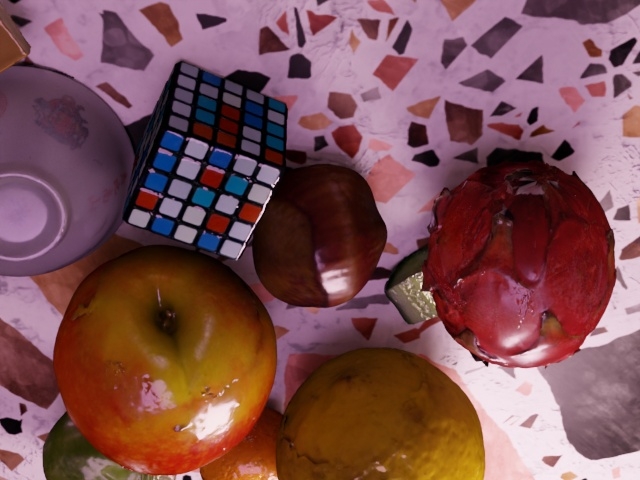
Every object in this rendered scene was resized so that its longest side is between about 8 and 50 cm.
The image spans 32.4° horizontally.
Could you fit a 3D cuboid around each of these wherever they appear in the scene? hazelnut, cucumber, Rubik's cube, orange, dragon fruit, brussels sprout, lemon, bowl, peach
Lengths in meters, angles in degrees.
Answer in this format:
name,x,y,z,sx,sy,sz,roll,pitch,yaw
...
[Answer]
name,x,y,z,sx,sy,sz,roll,pitch,yaw
hazelnut,0.000,0.000,1.663,0.229,0.229,0.230,0,127,0
cucumber,0.172,0.073,1.792,0.116,0.062,0.115,-21,123,24
Rubik's cube,-0.163,-0.112,1.575,0.182,0.187,0.184,21,126,-15
orange,-0.123,0.393,1.970,0.193,0.161,0.193,1,122,1
dragon fruit,0.293,0.032,1.630,0.295,0.296,0.302,-8,113,6
brussels sprout,-0.363,0.377,1.931,0.244,0.244,0.244,0,127,0
lemon,0.104,0.365,1.841,0.349,0.350,0.387,-17,128,12
bowl,-0.434,-0.065,1.582,0.345,0.157,0.346,-5,119,-10
peach,-0.245,0.190,1.720,0.370,0.370,0.370,0,127,0

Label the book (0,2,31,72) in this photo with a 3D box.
name,x,y,z,sx,sy,sz,roll,pitch,yaw
book,-0.618,-0.276,1.503,0.388,0.032,0.269,-26,107,18
